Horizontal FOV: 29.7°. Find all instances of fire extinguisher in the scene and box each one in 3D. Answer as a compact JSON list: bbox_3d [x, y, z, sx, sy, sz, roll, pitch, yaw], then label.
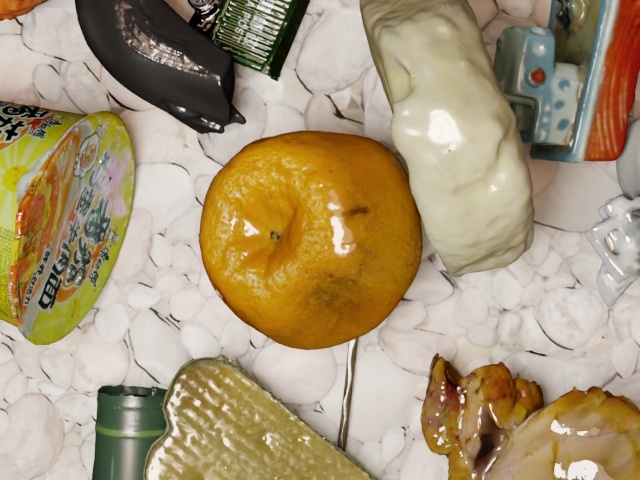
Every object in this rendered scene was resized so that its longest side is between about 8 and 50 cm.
[{"bbox_3d":[-0.217,0.315,1.375,0.118,0.093,0.294,4,92,20],"label":"fire extinguisher"}]

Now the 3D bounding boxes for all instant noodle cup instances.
[{"bbox_3d":[-0.345,-0.039,1.309,0.200,0.264,0.264,17,93,14],"label":"instant noodle cup"}]

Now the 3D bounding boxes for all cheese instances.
[{"bbox_3d":[0.126,-0.129,1.227,0.115,0.318,0.326,-20,75,6],"label":"cheese"}]

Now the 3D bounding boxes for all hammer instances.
[{"bbox_3d":[0.027,0.187,1.383,0.058,0.029,0.292,6,90,3],"label":"hammer"}]

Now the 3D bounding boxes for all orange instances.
[{"bbox_3d":[0.000,0.000,1.299,0.249,0.183,0.249,3,95,35],"label":"orange"}]

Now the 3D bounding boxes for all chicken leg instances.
[{"bbox_3d":[0.180,0.272,1.323,0.409,0.182,0.295,-43,78,20],"label":"chicken leg"}]

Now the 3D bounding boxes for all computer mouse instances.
[{"bbox_3d":[-0.192,-0.204,1.328,0.264,0.147,0.088,39,65,2],"label":"computer mouse"}]

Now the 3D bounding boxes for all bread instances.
[{"bbox_3d":[-0.080,0.270,1.329,0.286,0.056,0.207,43,80,-2],"label":"bread"}]

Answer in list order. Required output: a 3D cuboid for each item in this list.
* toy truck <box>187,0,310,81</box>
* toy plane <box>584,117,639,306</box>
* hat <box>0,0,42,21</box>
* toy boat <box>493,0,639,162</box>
[{"bbox_3d":[-0.057,-0.323,1.347,0.121,0.088,0.259,23,94,5],"label":"toy truck"},{"bbox_3d":[0.406,-0.015,1.294,0.267,0.122,0.267,2,81,-11],"label":"toy plane"},{"bbox_3d":[-0.421,-0.444,1.293,0.285,0.285,0.400,-2,88,5],"label":"hat"},{"bbox_3d":[0.264,-0.249,1.283,0.133,0.145,0.332,8,94,-13],"label":"toy boat"}]
